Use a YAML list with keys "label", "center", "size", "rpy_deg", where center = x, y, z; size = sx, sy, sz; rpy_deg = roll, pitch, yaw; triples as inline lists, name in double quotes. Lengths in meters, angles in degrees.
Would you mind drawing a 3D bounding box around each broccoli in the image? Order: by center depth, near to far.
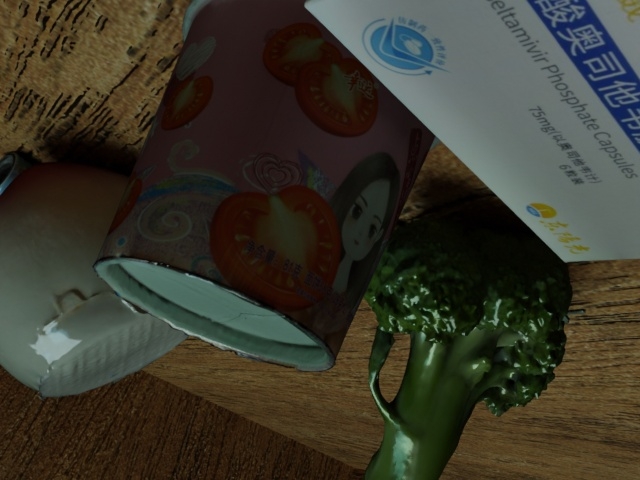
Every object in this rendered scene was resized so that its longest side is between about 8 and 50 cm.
- label: "broccoli"
  center: [0.137, 0.112, 0.773]
  size: [0.254, 0.302, 0.186]
  rpy_deg: [-11, -143, -35]

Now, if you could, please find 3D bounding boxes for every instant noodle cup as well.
- label: "instant noodle cup"
  center: [-0.043, -0.040, 0.582]
  size: [0.243, 0.231, 0.243]
  rpy_deg: [19, 158, 8]

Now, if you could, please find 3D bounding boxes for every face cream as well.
- label: "face cream"
  center: [-0.383, -0.038, 1.093]
  size: [0.075, 0.075, 0.229]
  rpy_deg: [1, 151, 40]

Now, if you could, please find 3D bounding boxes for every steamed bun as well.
- label: "steamed bun"
  center: [-0.309, 0.025, 0.948]
  size: [0.309, 0.309, 0.309]
  rpy_deg: [18, 158, 7]

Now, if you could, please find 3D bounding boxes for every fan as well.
- label: "fan"
  center: [0.289, 0.090, 0.896]
  size: [0.056, 0.004, 0.083]
  rpy_deg: [32, 155, -28]

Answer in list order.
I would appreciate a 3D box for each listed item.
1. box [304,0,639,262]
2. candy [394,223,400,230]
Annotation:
- label: "box"
  center: [0.177, -0.093, 0.482]
  size: [0.200, 0.065, 0.343]
  rpy_deg: [-6, 146, 47]
- label: "candy"
  center: [0.000, 0.000, 0.845]
  size: [0.297, 0.081, 0.187]
  rpy_deg: [18, 160, -28]
